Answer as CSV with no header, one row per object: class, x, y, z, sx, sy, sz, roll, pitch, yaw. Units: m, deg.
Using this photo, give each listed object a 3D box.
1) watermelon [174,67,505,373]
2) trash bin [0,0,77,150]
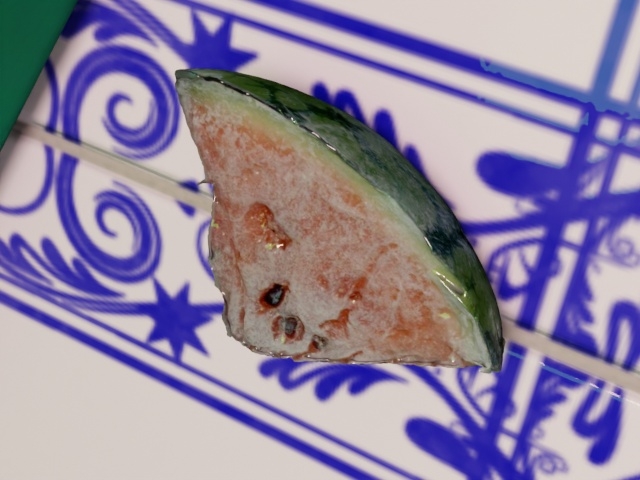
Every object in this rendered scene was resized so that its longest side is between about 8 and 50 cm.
watermelon,0.000,0.000,0.486,0.187,0.071,0.139,44,130,-1
trash bin,-0.290,-0.089,0.494,0.259,0.295,0.381,45,117,8
